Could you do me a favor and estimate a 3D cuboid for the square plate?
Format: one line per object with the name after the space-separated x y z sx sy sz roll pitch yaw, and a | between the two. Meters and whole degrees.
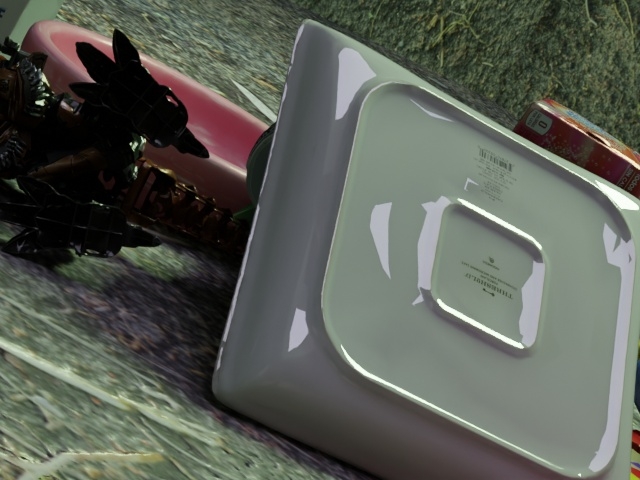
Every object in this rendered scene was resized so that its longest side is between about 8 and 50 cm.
0.108 0.033 1.441 0.347 0.049 0.344 27 53 -21 | square plate

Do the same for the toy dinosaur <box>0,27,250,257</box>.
-0.179 -0.073 1.477 0.322 0.164 0.218 5 2 -17 | toy dinosaur

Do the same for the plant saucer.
-0.133 -0.084 1.789 0.332 0.084 0.332 31 11 -6 | plant saucer

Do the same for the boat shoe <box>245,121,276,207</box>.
0.053 0.031 1.535 0.306 0.113 0.105 46 12 -7 | boat shoe

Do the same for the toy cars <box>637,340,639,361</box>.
0.144 0.048 1.961 0.394 0.087 0.176 28 6 1 | toy cars

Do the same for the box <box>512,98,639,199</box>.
0.171 0.014 1.694 0.123 0.257 0.128 33 11 7 | box

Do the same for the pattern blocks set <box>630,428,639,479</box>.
0.271 0.216 1.667 0.325 0.026 0.285 20 15 -46 | pattern blocks set

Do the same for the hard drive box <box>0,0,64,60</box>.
-0.356 -0.314 1.969 0.232 0.181 0.089 32 11 10 | hard drive box

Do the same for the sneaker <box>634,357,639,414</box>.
0.388 0.191 1.944 0.296 0.112 0.131 34 -11 -31 | sneaker

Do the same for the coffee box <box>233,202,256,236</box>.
0.000 0.000 1.633 0.113 0.040 0.184 67 27 -4 | coffee box
